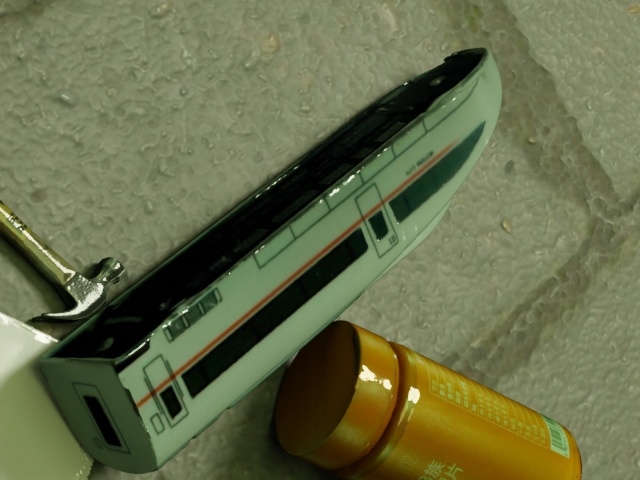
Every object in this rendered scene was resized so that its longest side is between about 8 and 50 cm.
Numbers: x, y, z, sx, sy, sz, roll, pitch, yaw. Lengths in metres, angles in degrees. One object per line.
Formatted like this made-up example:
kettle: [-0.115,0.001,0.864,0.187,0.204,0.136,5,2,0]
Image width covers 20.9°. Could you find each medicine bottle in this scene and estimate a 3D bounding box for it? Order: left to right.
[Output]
medicine bottle: [0.073,0.131,1.139,0.192,0.096,0.096,28,64,-27]

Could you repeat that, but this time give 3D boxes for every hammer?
hammer: [-0.199,-0.018,1.039,0.182,0.017,0.062,44,58,-16]

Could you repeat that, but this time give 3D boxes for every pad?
pad: [-0.213,0.148,0.994,0.156,0.004,0.232,30,63,-26]

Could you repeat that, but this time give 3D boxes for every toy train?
toy train: [0.000,0.000,1.124,0.407,0.086,0.088,-39,113,-36]
